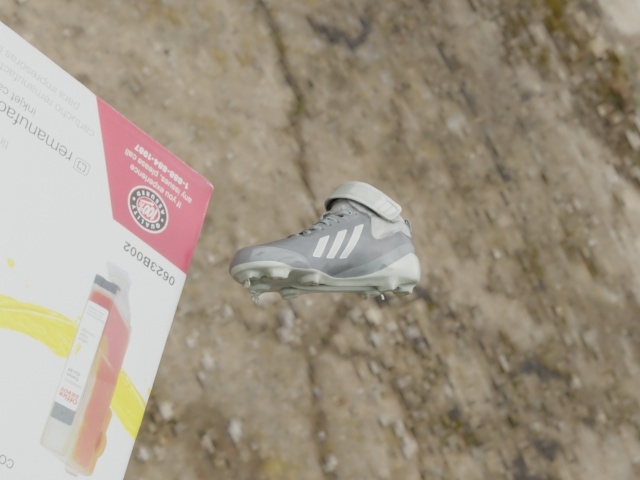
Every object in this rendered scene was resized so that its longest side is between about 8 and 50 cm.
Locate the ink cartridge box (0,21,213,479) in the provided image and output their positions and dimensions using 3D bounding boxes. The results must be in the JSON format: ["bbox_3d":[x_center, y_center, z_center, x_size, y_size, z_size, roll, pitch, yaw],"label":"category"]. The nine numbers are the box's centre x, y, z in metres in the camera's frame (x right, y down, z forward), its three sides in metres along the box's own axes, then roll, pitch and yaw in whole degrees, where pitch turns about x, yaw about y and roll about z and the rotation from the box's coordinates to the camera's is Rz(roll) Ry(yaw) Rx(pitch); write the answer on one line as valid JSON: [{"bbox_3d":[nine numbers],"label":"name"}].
[{"bbox_3d":[-0.269,0.061,1.092,0.279,0.160,0.384,39,52,-35],"label":"ink cartridge box"}]

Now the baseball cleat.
[{"bbox_3d":[0.000,0.000,1.261,0.206,0.072,0.109,7,69,-43],"label":"baseball cleat"}]
